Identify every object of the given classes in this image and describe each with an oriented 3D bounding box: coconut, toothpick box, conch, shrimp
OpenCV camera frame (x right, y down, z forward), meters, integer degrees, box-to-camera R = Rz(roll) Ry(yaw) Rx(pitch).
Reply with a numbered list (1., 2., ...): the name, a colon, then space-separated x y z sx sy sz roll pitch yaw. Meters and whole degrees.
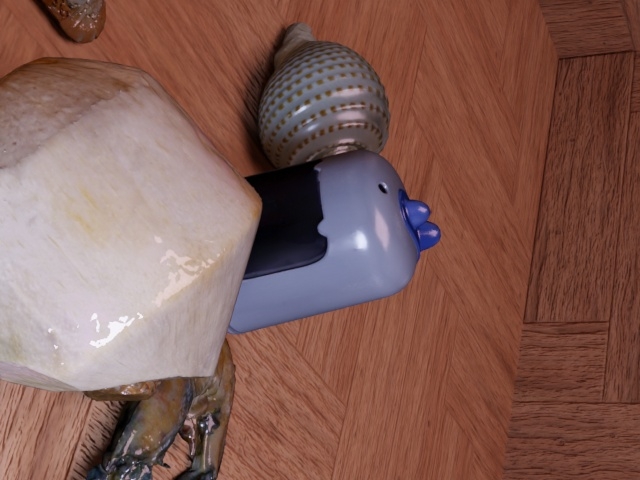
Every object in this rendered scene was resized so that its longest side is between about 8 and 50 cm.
1. coconut: -0.258 0.007 1.342 0.415 0.344 0.415 18 61 -36
2. toothpick box: 0.000 0.000 1.823 0.263 0.354 0.263 -14 90 -74
3. conch: 0.021 -0.228 2.109 0.303 0.215 0.319 62 35 -60
4. shrimp: -0.332 -0.317 1.561 0.184 0.043 0.091 29 66 -62
5. shrimp: -0.220 0.296 1.712 0.445 0.085 0.272 -56 142 -57

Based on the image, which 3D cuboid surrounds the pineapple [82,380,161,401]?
1. pineapple: -0.252 0.097 1.605 0.111 0.119 0.237 59 34 -67
